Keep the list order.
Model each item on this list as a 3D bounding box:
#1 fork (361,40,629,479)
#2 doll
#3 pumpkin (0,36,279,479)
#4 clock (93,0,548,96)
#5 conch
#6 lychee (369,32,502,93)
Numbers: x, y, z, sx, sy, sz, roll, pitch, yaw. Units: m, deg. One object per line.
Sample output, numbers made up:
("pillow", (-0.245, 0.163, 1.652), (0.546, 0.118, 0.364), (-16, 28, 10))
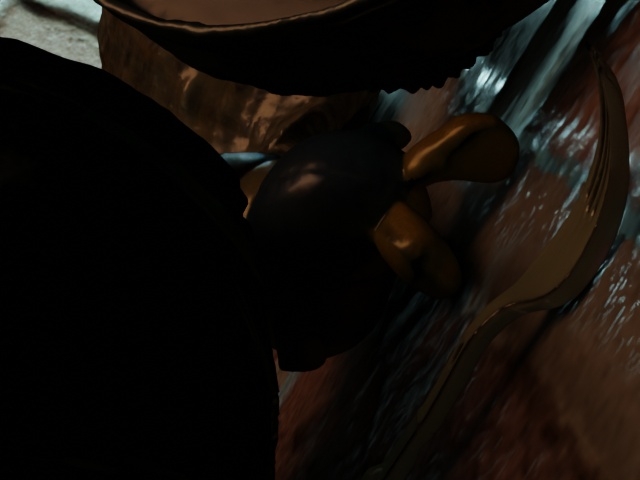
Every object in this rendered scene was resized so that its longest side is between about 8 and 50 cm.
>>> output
("fork", (0.031, 0.051, 0.521), (0.219, 0.028, 0.034), (-62, 15, 18))
("doll", (0.000, 0.000, 0.688), (0.179, 0.089, 0.102), (-1, 57, 53))
("pumpkin", (-0.150, 0.081, 0.589), (0.296, 0.296, 0.296), (-59, 8, 14))
("clock", (0.021, -0.179, 0.689), (0.280, 0.055, 0.281), (-17, 55, 25))
("conch", (-0.042, -0.114, 1.007), (0.210, 0.159, 0.291), (-42, 21, 41))
("lychee", (0.031, -0.120, 0.772), (0.129, 0.123, 0.123), (-6, -48, -59))
